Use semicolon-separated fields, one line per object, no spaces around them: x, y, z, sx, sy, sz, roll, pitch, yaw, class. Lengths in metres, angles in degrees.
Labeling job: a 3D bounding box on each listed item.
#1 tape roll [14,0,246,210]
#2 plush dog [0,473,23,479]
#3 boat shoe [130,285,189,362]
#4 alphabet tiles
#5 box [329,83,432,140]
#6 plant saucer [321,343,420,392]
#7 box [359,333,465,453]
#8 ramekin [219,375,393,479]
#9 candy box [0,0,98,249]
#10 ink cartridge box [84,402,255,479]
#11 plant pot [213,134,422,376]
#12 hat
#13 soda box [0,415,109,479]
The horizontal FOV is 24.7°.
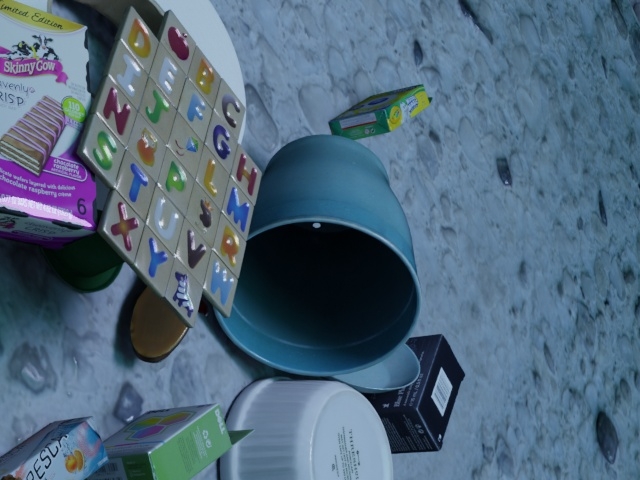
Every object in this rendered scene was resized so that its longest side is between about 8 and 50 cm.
-0.251;-0.217;1.707;0.392;0.072;0.392;29;46;-34;tape roll
-0.318;0.340;1.372;0.210;0.225;0.262;-49;122;-52;plush dog
-0.184;0.067;1.824;0.073;0.073;0.207;105;3;-60;boat shoe
-0.156;-0.085;1.615;0.285;0.011;0.342;52;34;-38;alphabet tiles
0.101;-0.206;2.332;0.179;0.105;0.043;-35;111;-57;box
0.045;0.171;2.093;0.195;0.195;0.037;-27;141;-58;plant saucer
0.110;0.229;2.156;0.093;0.158;0.156;60;36;-31;box
-0.008;0.311;1.972;0.273;0.127;0.272;24;60;-52;ramekin
-0.308;-0.121;1.461;0.159;0.071;0.233;14;63;-47;candy box
-0.180;0.242;1.736;0.209;0.109;0.062;-31;107;-57;ink cartridge box
0.000;0.000;1.983;0.271;0.272;0.255;56;23;-32;plant pot
-0.210;-0.030;1.701;0.208;0.184;0.173;66;33;-20;hat
-0.310;0.253;1.568;0.183;0.063;0.058;-35;110;-56;soda box
